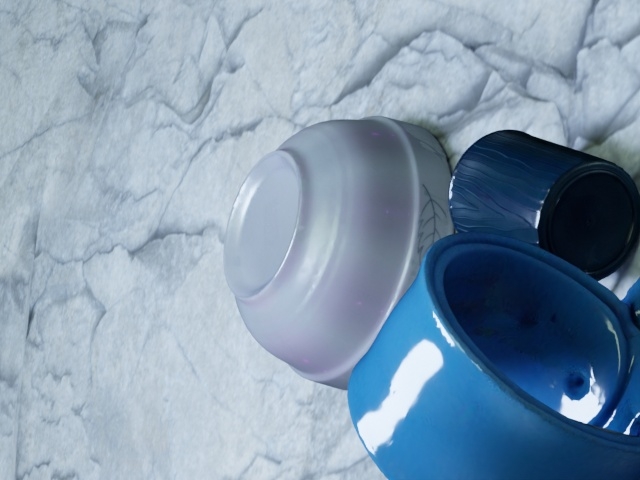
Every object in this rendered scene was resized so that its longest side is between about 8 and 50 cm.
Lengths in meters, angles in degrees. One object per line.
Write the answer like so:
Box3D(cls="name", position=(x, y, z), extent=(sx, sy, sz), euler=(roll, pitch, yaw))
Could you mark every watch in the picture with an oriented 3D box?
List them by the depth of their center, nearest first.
Box3D(cls="watch", position=(0.169, 0.147, 1.361), extent=(0.241, 0.274, 0.305), euler=(-59, 27, 26))

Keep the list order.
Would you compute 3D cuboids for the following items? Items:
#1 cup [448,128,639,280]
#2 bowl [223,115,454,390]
Box3D(cls="cup", position=(0.202, -0.016, 1.585), extent=(0.113, 0.150, 0.138), euler=(-42, 27, -13))
Box3D(cls="bowl", position=(0.000, 0.000, 1.882), extent=(0.287, 0.143, 0.287), euler=(-36, 45, 48))
